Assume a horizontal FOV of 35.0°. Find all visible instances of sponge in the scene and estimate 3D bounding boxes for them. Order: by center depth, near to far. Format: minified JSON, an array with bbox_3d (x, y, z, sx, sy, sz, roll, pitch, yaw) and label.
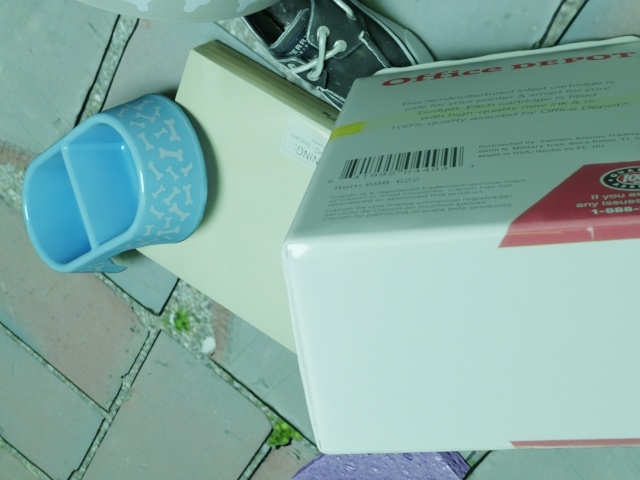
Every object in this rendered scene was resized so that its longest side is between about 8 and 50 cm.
[{"bbox_3d":[0.065,0.278,1.202,0.117,0.031,0.210,47,126,1],"label":"sponge"}]

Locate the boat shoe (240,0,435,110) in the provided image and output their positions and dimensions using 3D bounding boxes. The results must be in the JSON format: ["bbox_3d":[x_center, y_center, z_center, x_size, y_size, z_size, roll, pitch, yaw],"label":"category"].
[{"bbox_3d":[-0.003,-0.197,0.968,0.301,0.102,0.108,49,126,0],"label":"boat shoe"}]

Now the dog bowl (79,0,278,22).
[{"bbox_3d":[-0.140,-0.320,0.851,0.348,0.349,0.102,36,138,10],"label":"dog bowl"}]

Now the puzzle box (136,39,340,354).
[{"bbox_3d":[0.000,0.000,1.092,0.408,0.052,0.272,32,124,12],"label":"puzzle box"}]

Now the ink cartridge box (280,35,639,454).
[{"bbox_3d":[0.149,-0.018,0.765,0.279,0.385,0.161,-5,114,12],"label":"ink cartridge box"}]

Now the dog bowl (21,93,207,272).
[{"bbox_3d":[-0.243,-0.053,1.139,0.297,0.074,0.166,-23,84,47],"label":"dog bowl"}]
